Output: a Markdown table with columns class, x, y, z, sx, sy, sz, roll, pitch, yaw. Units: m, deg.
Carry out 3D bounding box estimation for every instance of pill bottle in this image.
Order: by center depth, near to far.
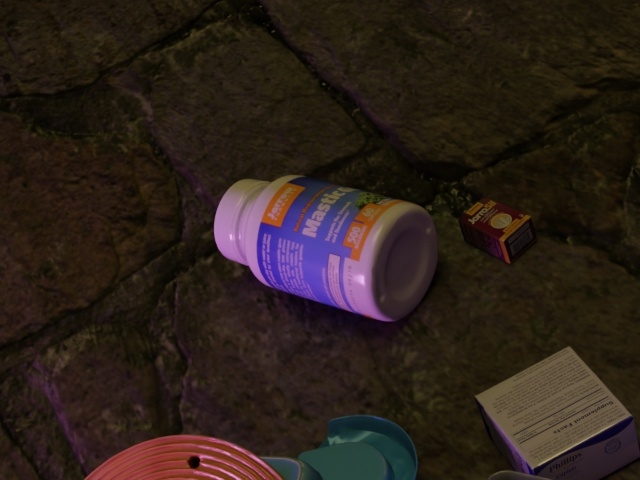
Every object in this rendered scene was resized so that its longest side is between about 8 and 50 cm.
| class | x | y | z | sx | sy | sz | roll | pitch | yaw |
| --- | --- | --- | --- | --- | --- | --- | --- | --- | --- |
| pill bottle | 0.000 | 0.000 | 2.038 | 0.272 | 0.152 | 0.152 | 15 | 51 | 35 |

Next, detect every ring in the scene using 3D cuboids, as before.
| class | x | y | z | sx | sy | sz | roll | pitch | yaw |
| --- | --- | --- | --- | --- | --- | --- | --- | --- | --- |
| ring | -0.150 | 0.369 | 1.666 | 0.337 | 0.032 | 0.336 | -8 | 68 | 21 |

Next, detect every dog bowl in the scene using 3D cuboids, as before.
| class | x | y | z | sx | sy | sz | roll | pitch | yaw |
| --- | --- | --- | --- | --- | --- | --- | --- | --- | --- |
| dog bowl | -0.029 | 0.294 | 1.773 | 0.297 | 0.074 | 0.166 | -14 | 39 | 7 |

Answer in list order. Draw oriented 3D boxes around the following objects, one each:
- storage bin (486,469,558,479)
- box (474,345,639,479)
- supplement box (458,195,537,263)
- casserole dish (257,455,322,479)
| class | x | y | z | sx | sy | sz | roll | pitch | yaw |
| --- | --- | --- | --- | --- | --- | --- | --- | --- | --- |
| storage bin | 0.228 | 0.308 | 1.628 | 0.135 | 0.091 | 0.098 | 7 | 47 | 32 |
| box | 0.259 | 0.203 | 1.751 | 0.126 | 0.072 | 0.137 | -27 | 39 | -8 |
| supplement box | 0.226 | -0.014 | 2.041 | 0.055 | 0.043 | 0.083 | -41 | 43 | -21 |
| casserole dish | -0.086 | 0.277 | 1.730 | 0.188 | 0.037 | 0.114 | -3 | 42 | 22 |
